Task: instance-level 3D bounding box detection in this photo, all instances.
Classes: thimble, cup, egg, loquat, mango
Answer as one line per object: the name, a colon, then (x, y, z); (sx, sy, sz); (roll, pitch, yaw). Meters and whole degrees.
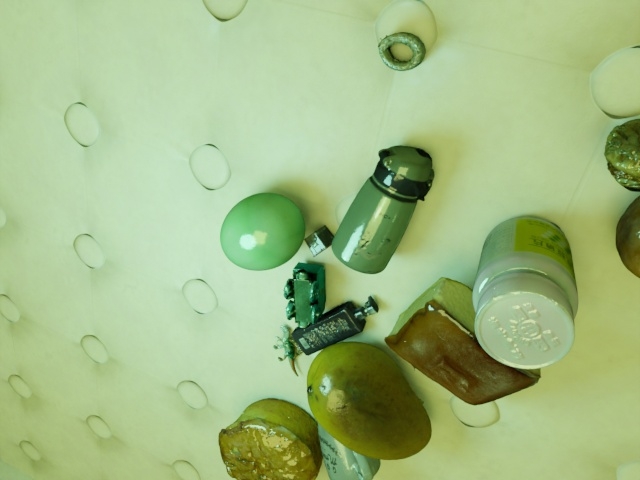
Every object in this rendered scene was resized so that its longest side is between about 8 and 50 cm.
thimble: (0.191, -0.448, 1.137); (0.110, 0.062, 0.084); (26, 120, 9)
cup: (0.098, 0.678, 1.596); (0.186, 0.258, 0.234); (-20, 102, -17)
egg: (-0.170, -0.023, 1.392); (0.269, 0.220, 0.220); (-18, 105, 37)
loquat: (0.758, -0.009, 1.027); (0.238, 0.193, 0.238); (22, 145, 16)
mango: (0.158, 0.499, 1.481); (0.445, 0.301, 0.220); (35, 164, -13)

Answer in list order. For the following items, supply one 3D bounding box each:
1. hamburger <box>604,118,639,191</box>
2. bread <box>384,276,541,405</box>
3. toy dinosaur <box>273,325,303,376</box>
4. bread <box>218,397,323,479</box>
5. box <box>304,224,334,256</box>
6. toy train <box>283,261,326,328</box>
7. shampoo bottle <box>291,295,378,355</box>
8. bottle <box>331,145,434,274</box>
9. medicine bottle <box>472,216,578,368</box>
hamburger: (0.700, -0.174, 0.989); (0.206, 0.183, 0.130); (2, 134, 26)
bread: (0.371, 0.281, 1.287); (0.323, 0.143, 0.333); (34, 148, 6)
toy dinosaur: (-0.099, 0.377, 1.656); (0.106, 0.044, 0.187); (-37, 94, 16)
bread: (-0.181, 0.768, 1.768); (0.398, 0.215, 0.398); (10, 117, 20)
box: (0.000, 0.000, 1.415); (0.060, 0.084, 0.063); (-37, 87, 33)
toy train: (-0.042, 0.162, 1.463); (0.107, 0.154, 0.198); (6, 116, 17)
shampoo bottle: (0.052, 0.268, 1.519); (0.309, 0.071, 0.098); (-31, 98, 31)
bottle: (0.167, -0.086, 1.259); (0.168, 0.168, 0.347); (30, 116, 8)
medicine bottle: (0.462, 0.102, 1.091); (0.213, 0.379, 0.214); (10, 118, 19)
